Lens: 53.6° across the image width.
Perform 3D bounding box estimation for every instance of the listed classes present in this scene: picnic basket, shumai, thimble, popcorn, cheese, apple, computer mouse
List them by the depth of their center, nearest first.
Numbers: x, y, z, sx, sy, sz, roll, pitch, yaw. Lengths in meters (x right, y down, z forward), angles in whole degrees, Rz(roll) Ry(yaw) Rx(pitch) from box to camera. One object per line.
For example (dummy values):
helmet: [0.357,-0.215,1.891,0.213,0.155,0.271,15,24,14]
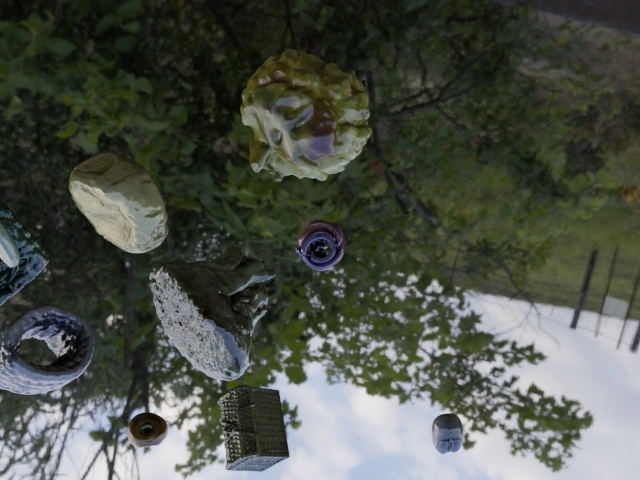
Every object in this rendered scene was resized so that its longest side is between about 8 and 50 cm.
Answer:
popcorn: [-0.025,-0.197,1.023,0.218,0.189,0.169,32,-143,14]
computer mouse: [0.262,0.399,1.296,0.066,0.096,0.039,-6,-163,-2]
cheese: [-0.415,-0.071,1.322,0.226,0.214,0.117,23,-130,32]
thimble: [-0.746,0.297,1.685,0.157,0.217,0.245,-36,165,34]
picnic basket: [-0.193,0.514,1.730,0.154,0.134,0.196,18,-133,-41]
apple: [-0.499,0.547,1.830,0.114,0.099,0.102,-7,161,-14]
shumai: [-0.285,0.184,1.875,0.323,0.324,0.397,-35,-96,-40]

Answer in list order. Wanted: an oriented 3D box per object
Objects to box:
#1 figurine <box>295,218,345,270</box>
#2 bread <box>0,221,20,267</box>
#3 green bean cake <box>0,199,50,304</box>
figurine: [-0.003,-0.006,1.603,0.126,0.114,0.157,-23,-149,5]
bread: [-0.573,-0.043,1.067,0.193,0.036,0.112,48,150,-8]
green bean cake: [-0.929,0.049,1.701,0.169,0.308,0.300,35,159,26]
